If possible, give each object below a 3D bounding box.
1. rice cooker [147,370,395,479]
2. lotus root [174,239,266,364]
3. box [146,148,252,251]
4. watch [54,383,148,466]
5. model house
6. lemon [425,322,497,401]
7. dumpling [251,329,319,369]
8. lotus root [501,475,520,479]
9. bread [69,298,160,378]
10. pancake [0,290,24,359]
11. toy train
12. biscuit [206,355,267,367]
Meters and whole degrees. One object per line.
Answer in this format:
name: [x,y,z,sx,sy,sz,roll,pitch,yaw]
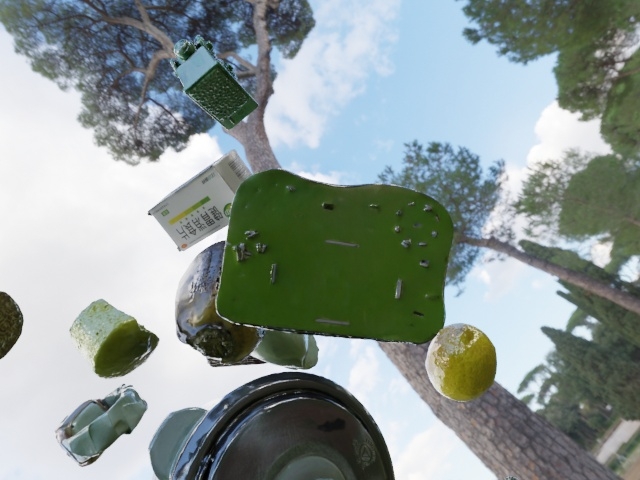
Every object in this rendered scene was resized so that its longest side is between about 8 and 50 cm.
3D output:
rice cooker: [-0.063,0.299,0.526,0.264,0.317,0.316,-55,-32,-34]
lotus root: [-0.202,0.116,0.939,0.179,0.397,0.195,-34,-69,7]
box: [-0.354,-0.116,1.369,0.173,0.333,0.145,54,-149,-17]
watch: [-0.628,0.526,1.308,0.241,0.253,0.161,-36,-80,7]
model house: [0.018,0.027,0.632,0.294,0.154,0.206,8,-96,-6]
lemon: [0.467,0.403,1.472,0.234,0.234,0.288,-23,-58,-31]
dumpling: [-0.157,0.219,1.190,0.212,0.270,0.320,-28,-39,-6]
lotus root: [0.494,0.684,1.146,0.088,0.088,0.165,-14,-65,-38]
bread: [-0.366,0.176,0.782,0.111,0.114,0.129,-46,-31,-25]
pancake: [-0.968,0.247,1.278,0.212,0.029,0.235,-47,-45,-59]
toy train: [-0.333,-0.488,1.353,0.145,0.201,0.266,-37,-25,9]
biscuit: [-0.219,0.320,1.356,0.252,0.106,0.070,-5,-39,1]
